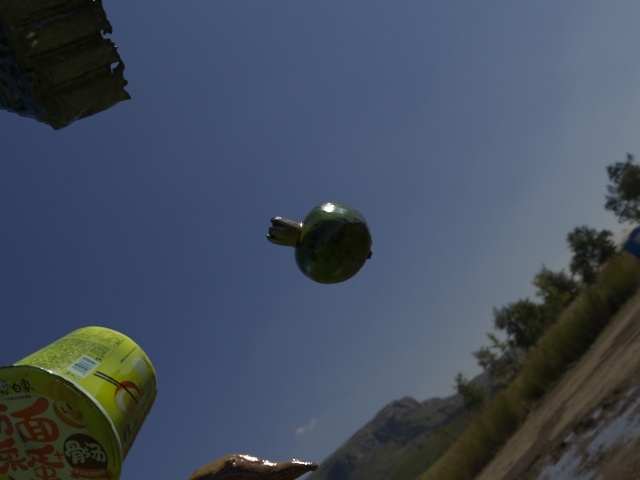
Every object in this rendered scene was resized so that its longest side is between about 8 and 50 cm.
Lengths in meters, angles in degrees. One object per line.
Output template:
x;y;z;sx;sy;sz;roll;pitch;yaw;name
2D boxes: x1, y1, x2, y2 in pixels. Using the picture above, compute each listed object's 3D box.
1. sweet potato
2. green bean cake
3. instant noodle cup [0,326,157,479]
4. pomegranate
-0.110;0.345;0.919;0.226;0.068;0.068;-16;-19;8;sweet potato
-0.275;-0.199;0.565;0.094;0.181;0.173;-35;-49;-34;green bean cake
-0.456;0.315;1.154;0.311;0.311;0.221;-56;0;22;instant noodle cup
0.000;0.000;1.423;0.202;0.248;0.202;-162;90;-85;pomegranate
